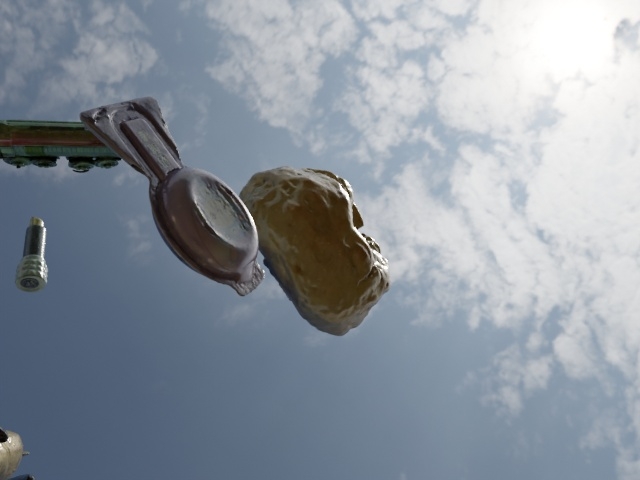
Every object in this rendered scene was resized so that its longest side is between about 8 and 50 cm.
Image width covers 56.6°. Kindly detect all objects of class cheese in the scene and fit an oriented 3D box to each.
[{"bbox_3d":[-0.111,-0.035,0.491,0.191,0.042,0.105,51,-152,-5],"label":"cheese"}]

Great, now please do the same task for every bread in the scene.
[{"bbox_3d":[0.000,0.000,0.785,0.134,0.244,0.244,-29,-84,8],"label":"bread"}]

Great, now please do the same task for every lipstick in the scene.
[{"bbox_3d":[-0.369,0.012,0.769,0.037,0.037,0.116,5,-134,-23],"label":"lipstick"}]

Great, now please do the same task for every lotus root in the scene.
[{"bbox_3d":[-0.393,0.260,0.701,0.072,0.152,0.063,-36,-102,-6],"label":"lotus root"}]

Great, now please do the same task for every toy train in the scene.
[{"bbox_3d":[-0.306,-0.111,0.703,0.148,0.071,0.038,-2,-112,-21],"label":"toy train"}]

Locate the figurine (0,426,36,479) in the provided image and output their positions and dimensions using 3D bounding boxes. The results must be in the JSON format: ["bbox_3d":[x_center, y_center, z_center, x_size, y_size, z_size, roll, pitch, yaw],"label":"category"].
[{"bbox_3d":[-0.288,0.218,0.363,0.175,0.265,0.197,-39,-100,16],"label":"figurine"}]
